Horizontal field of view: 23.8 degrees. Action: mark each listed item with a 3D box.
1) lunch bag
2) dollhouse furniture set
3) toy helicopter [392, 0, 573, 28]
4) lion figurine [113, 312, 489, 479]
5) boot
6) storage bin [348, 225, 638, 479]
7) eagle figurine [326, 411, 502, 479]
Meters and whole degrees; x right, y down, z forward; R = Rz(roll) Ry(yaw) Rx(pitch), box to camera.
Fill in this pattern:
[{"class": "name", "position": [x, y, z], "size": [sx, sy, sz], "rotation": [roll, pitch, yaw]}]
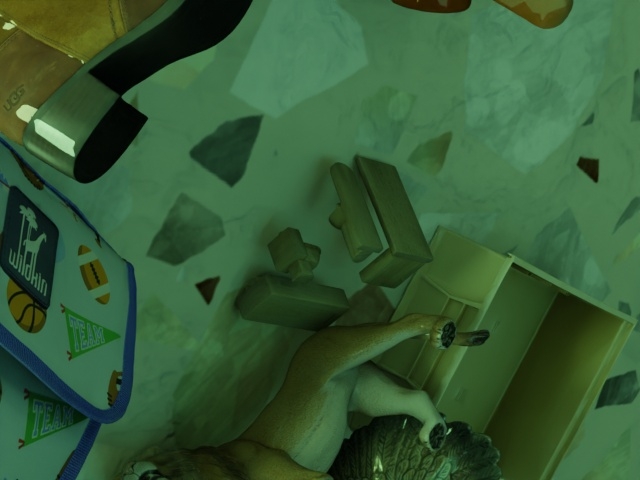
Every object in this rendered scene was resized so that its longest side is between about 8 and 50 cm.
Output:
[{"class": "lunch bag", "position": [-0.334, 0.091, 1.211], "size": [0.328, 0.239, 0.385], "rotation": [49, 61, -42]}, {"class": "dollhouse furniture set", "position": [0.000, 0.000, 1.584], "size": [0.144, 0.123, 0.151], "rotation": [13, 137, -43]}, {"class": "toy helicopter", "position": [0.068, -0.256, 1.369], "size": [0.355, 0.235, 0.140], "rotation": [-10, 117, -37]}, {"class": "lion figurine", "position": [-0.021, 0.192, 1.551], "size": [0.392, 0.240, 0.142], "rotation": [-40, 124, -33]}, {"class": "boot", "position": [-0.204, -0.214, 1.152], "size": [0.264, 0.280, 0.096], "rotation": [-53, 161, 0]}, {"class": "storage bin", "position": [0.196, 0.150, 1.758], "size": [0.262, 0.123, 0.260], "rotation": [24, 94, -45]}, {"class": "eagle figurine", "position": [0.051, 0.326, 1.612], "size": [0.225, 0.298, 0.226], "rotation": [-33, 86, -37]}]
